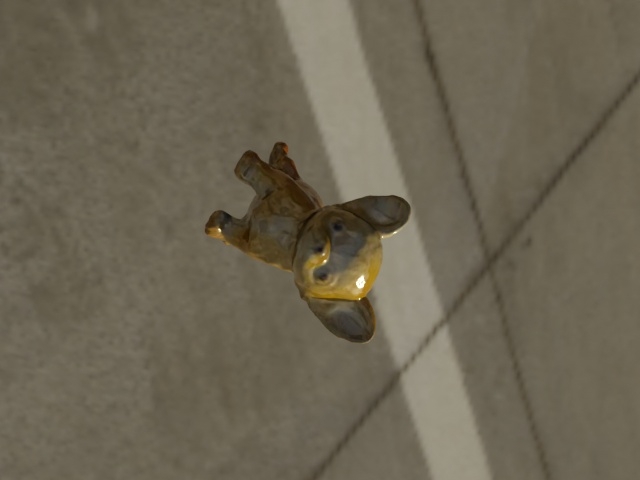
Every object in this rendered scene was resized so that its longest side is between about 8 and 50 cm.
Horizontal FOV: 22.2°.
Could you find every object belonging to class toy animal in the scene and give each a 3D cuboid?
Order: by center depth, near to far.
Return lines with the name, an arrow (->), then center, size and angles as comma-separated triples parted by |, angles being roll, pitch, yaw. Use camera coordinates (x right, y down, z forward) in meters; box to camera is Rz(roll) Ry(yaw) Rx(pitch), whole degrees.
toy animal -> 0.000, 0.000, 0.660 | 0.060, 0.083, 0.081 | -61, 157, -1
